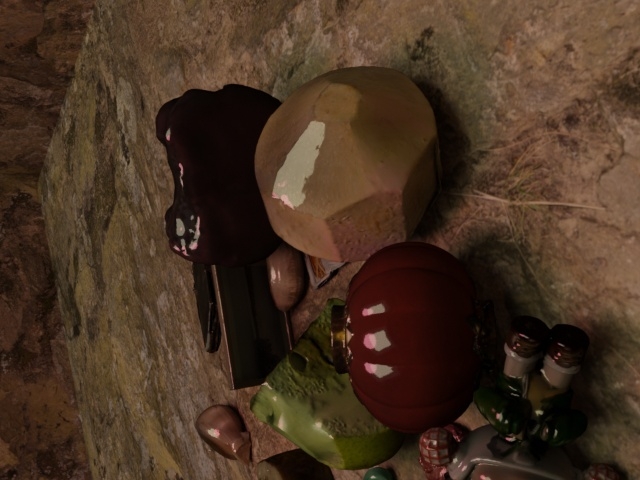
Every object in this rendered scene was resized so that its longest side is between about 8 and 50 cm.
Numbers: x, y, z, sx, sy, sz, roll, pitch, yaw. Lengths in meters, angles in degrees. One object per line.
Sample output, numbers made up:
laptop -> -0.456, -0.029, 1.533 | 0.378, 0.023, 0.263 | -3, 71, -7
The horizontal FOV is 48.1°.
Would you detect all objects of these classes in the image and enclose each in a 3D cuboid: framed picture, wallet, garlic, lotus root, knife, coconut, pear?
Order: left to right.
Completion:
wallet -> -0.285, 0.120, 1.809 | 0.317, 0.044, 0.169 | -112, 30, -52
garlic -> -0.287, 0.525, 1.977 | 0.266, 0.128, 0.148 | 164, 113, -66
framed picture -> -0.145, 0.183, 1.632 | 0.016, 0.213, 0.289 | -20, 75, 39
garlic -> -0.086, 0.061, 1.652 | 0.101, 0.087, 0.196 | 142, 119, -68
lotus root -> -0.047, 0.566, 1.590 | 0.138, 0.119, 0.235 | -57, 45, 40
pear -> 0.041, 0.301, 1.371 | 0.282, 0.286, 0.176 | 33, 142, 11
coconut -> 0.048, -0.142, 1.257 | 0.352, 0.352, 0.353 | 5, 96, 55
knife -> 0.083, 0.549, 1.463 | 0.035, 0.063, 0.260 | -71, 4, -56

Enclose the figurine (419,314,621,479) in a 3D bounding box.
figurine -> 0.286, 0.289, 1.028 | 0.281, 0.167, 0.370 | 10, 111, 10

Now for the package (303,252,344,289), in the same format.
package -> 0.000, 0.000, 1.570 | 0.173, 0.027, 0.171 | -48, 54, 52

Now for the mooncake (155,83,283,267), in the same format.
mooncake -> -0.187, -0.143, 1.540 | 0.212, 0.350, 0.381 | 32, 118, 60

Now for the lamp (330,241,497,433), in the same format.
lamp -> 0.147, 0.153, 1.150 | 0.303, 0.257, 0.303 | -2, -90, -83

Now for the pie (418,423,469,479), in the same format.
pie -> 0.225, 0.388, 1.252 | 0.153, 0.038, 0.154 | 8, 100, 54
